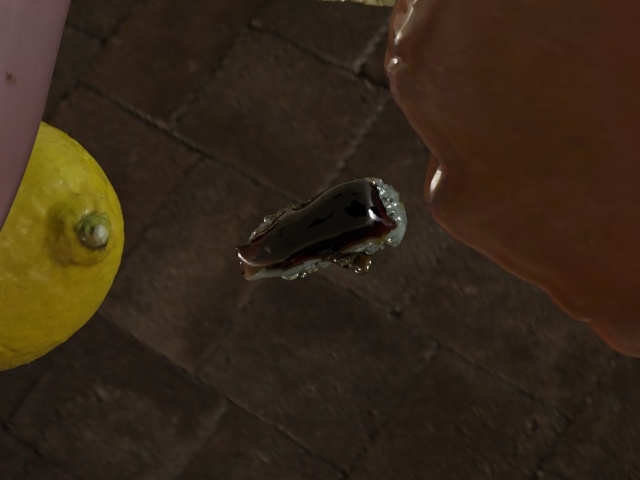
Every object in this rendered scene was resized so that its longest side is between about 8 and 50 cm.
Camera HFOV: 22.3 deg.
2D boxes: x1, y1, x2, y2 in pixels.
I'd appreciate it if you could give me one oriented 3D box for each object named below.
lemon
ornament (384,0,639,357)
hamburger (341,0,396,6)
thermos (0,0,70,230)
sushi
[{"bbox_3d":[-0.242,0.001,1.147,0.244,0.187,0.186,-13,59,28],"label":"lemon"},{"bbox_3d":[0.130,-0.119,0.478,0.221,0.235,0.217,-29,34,33],"label":"ornament"},{"bbox_3d":[-0.011,-0.359,1.563,0.162,0.330,0.209,-42,55,41],"label":"hamburger"},{"bbox_3d":[-0.243,-0.040,0.948,0.146,0.176,0.265,12,95,-10],"label":"thermos"},{"bbox_3d":[0.000,0.000,0.779,0.083,0.046,0.044,-24,84,14],"label":"sushi"}]
